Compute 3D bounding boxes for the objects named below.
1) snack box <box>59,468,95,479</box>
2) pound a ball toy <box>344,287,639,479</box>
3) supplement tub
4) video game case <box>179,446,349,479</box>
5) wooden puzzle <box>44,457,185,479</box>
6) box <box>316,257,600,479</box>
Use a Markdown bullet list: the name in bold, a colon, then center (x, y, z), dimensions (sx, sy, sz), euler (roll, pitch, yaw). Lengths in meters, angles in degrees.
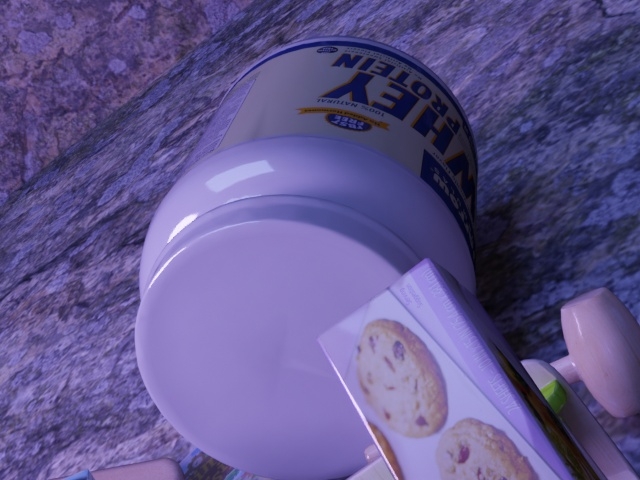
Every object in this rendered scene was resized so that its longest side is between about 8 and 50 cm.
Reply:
- **snack box**: center (-0.113, 0.288, 0.573), dimensions (0.060, 0.187, 0.322), euler (-24, 23, 3)
- **pound a ball toy**: center (0.069, 0.177, 0.604), dimensions (0.319, 0.136, 0.208), euler (-37, -3, 11)
- **supplement tub**: center (0.000, 0.000, 0.833), dimensions (0.235, 0.235, 0.325), euler (-32, 19, 22)
- **video game case**: center (-0.065, 0.198, 0.886), dimensions (0.212, 0.023, 0.193), euler (-46, 22, -9)
- **wooden puzzle**: center (-0.304, 0.303, 0.888), dimensions (0.348, 0.081, 0.322), euler (-28, 4, -41)
- **box**: center (0.104, 0.149, 0.412), dimensions (0.067, 0.063, 0.324), euler (-37, 58, 12)
